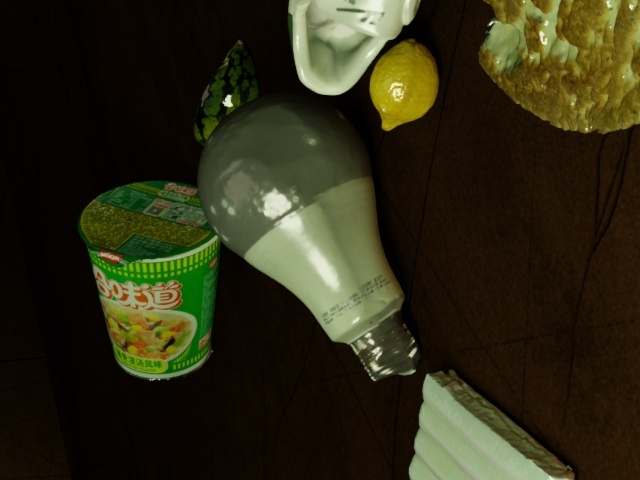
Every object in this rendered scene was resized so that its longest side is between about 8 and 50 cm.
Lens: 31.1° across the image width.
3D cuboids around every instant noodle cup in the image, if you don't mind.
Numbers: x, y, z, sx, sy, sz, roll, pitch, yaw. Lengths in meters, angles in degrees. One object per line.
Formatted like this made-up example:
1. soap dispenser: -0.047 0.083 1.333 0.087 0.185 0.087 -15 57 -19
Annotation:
1. instant noodle cup: -0.233 0.065 1.620 0.207 0.207 0.233 49 145 48

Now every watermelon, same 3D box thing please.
1. watermelon: -0.128 -0.167 1.473 0.087 0.068 0.163 56 142 40

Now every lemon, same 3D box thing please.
1. lemon: 0.077 -0.144 1.075 0.065 0.065 0.092 47 128 49

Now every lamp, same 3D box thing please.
1. lamp: -0.018 0.000 1.171 0.182 0.181 0.314 -45 57 58

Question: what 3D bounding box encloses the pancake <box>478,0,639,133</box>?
1. pancake: 0.178 -0.173 0.790 0.197 0.054 0.376 68 168 -7

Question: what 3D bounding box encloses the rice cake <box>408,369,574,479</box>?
1. rice cake: 0.148 0.231 1.065 0.198 0.037 0.189 48 137 49

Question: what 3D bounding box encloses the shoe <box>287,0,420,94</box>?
1. shoe: 0.050 -0.267 0.986 0.363 0.131 0.160 123 155 -57
